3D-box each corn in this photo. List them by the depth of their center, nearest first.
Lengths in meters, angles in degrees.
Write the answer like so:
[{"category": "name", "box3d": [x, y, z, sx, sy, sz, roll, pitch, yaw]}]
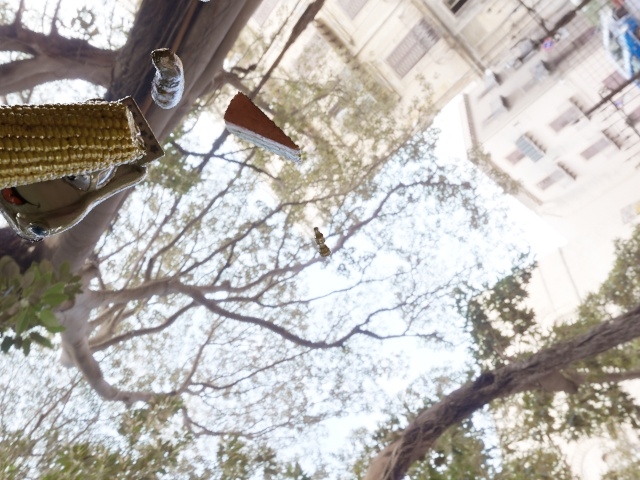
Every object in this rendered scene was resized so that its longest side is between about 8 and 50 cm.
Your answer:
[{"category": "corn", "box3d": [-0.503, -0.168, 0.822, 0.388, 0.144, 0.143, -18, -110, -28]}]

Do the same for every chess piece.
[{"category": "chess piece", "box3d": [0.000, 0.000, 1.270, 0.035, 0.035, 0.092, -74, -29, -49]}]

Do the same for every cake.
[{"category": "cake", "box3d": [-0.146, -0.262, 1.196, 0.225, 0.090, 0.109, 43, 173, 10]}]

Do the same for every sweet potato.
[{"category": "sweet potato", "box3d": [-0.340, -0.360, 1.065, 0.075, 0.273, 0.075, 1, -92, -19]}]

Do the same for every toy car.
[{"category": "toy car", "box3d": [-0.566, -0.178, 1.099, 0.336, 0.227, 0.242, -50, -57, -47]}]
